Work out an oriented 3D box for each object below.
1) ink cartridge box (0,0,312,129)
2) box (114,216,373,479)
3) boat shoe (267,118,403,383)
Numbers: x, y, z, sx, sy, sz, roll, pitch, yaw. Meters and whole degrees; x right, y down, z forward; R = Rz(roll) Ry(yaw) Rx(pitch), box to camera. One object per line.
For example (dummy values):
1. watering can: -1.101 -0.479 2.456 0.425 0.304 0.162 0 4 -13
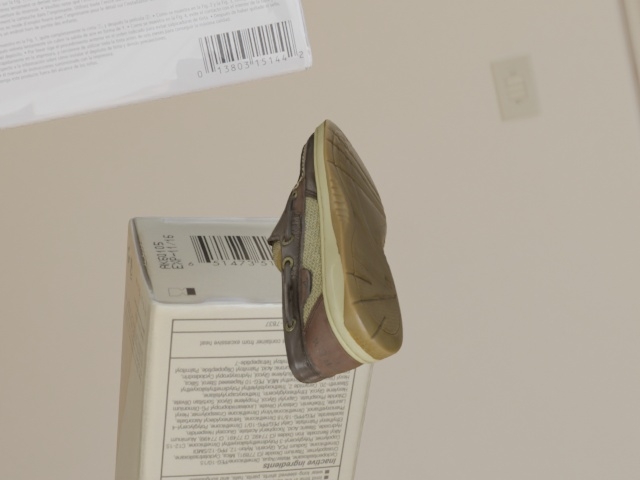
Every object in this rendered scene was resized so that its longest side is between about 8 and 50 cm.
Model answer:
1. ink cartridge box: -0.175 -0.251 0.960 0.296 0.261 0.066 -11 20 0
2. box: -0.061 0.148 0.736 0.148 0.311 0.121 1 25 -17
3. boat shoe: 0.000 0.000 0.491 0.049 0.056 0.152 -29 32 18
